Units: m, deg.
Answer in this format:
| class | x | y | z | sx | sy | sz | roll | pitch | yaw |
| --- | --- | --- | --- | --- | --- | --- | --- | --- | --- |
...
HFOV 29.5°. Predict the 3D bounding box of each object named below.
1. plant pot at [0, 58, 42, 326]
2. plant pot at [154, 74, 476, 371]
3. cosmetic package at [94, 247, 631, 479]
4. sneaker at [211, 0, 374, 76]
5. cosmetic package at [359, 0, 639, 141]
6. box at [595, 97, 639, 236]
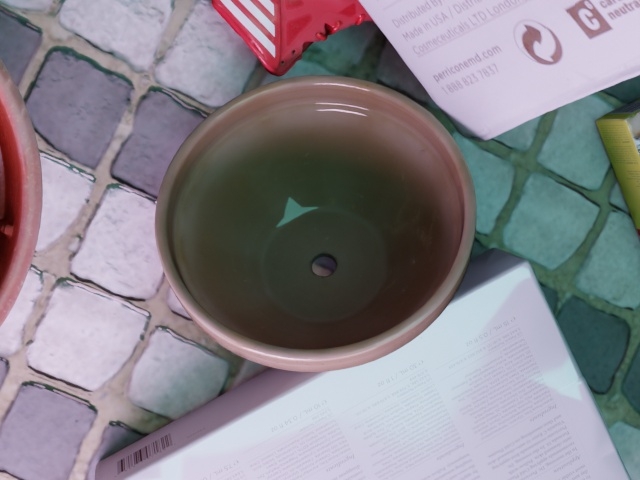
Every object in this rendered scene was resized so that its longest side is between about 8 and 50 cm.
| class | x | y | z | sx | sy | sz | roll | pitch | yaw |
| --- | --- | --- | --- | --- | --- | --- | --- | --- | --- |
| plant pot | -0.326 | -0.036 | 0.779 | 0.272 | 0.265 | 0.272 | -1 | 95 | -17 |
| plant pot | 0.000 | 0.000 | 0.937 | 0.237 | 0.110 | 0.237 | -2 | 63 | 5 |
| cosmetic package | 0.051 | 0.219 | 0.982 | 0.377 | 0.097 | 0.284 | -28 | 99 | -6 |
| sneaker | 0.013 | -0.188 | 0.983 | 0.221 | 0.087 | 0.128 | 15 | 108 | -19 |
| cosmetic package | 0.210 | -0.336 | 0.839 | 0.393 | 0.329 | 0.327 | -44 | 101 | -23 |
| box | 0.331 | -0.018 | 1.088 | 0.087 | 0.058 | 0.232 | -27 | 102 | -13 |
